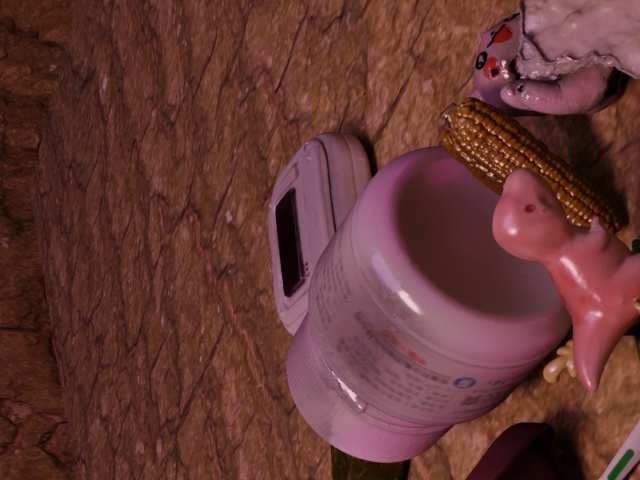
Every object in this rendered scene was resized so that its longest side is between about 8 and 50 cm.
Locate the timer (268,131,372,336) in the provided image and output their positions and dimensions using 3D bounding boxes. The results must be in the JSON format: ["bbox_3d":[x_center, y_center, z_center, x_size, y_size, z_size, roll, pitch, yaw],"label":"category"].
[{"bbox_3d":[0.001,0.000,1.966,0.237,0.087,0.262,134,134,-58],"label":"timer"}]

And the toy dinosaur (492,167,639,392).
[{"bbox_3d":[0.240,0.035,1.281,0.152,0.177,0.194,-175,85,-68],"label":"toy dinosaur"}]

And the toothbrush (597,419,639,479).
[{"bbox_3d":[0.263,0.242,1.404,0.030,0.030,0.304,-110,33,-41],"label":"toothbrush"}]

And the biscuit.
[{"bbox_3d":[0.251,-0.221,1.338,0.188,0.040,0.265,-41,47,10],"label":"biscuit"}]

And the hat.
[{"bbox_3d":[0.179,0.270,1.439,0.089,0.205,0.205,34,128,18],"label":"hat"}]

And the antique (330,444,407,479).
[{"bbox_3d":[0.061,0.206,1.816,0.080,0.081,0.221,154,115,-67],"label":"antique"}]

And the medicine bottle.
[{"bbox_3d":[0.104,0.075,1.515,0.302,0.241,0.241,123,143,-50],"label":"medicine bottle"}]

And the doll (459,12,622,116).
[{"bbox_3d":[0.221,-0.174,1.448,0.149,0.095,0.192,-57,27,-4],"label":"doll"}]

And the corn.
[{"bbox_3d":[0.198,-0.062,1.411,0.207,0.068,0.068,40,139,8],"label":"corn"}]
